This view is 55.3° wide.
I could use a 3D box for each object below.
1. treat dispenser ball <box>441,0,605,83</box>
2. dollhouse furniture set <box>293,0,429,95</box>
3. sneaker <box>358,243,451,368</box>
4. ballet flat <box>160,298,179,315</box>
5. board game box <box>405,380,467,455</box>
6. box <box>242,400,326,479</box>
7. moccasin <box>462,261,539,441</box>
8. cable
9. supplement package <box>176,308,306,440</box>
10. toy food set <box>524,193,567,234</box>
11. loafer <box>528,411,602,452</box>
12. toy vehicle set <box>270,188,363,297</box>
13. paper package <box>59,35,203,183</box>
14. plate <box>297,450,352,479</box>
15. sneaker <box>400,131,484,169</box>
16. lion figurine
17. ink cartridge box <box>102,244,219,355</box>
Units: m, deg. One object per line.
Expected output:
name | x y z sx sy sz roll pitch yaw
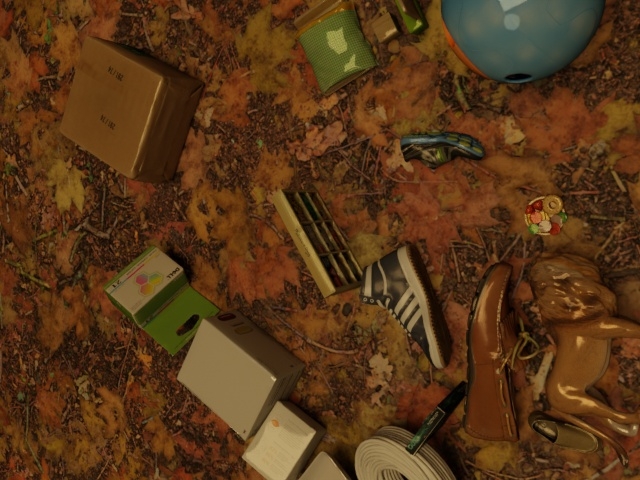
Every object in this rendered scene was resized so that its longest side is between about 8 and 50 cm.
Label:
treat dispenser ball | 0.366 -0.435 1.118 0.288 0.288 0.288 3 96 29
dollhouse furniture set | 0.056 -0.486 1.367 0.301 0.151 0.198 -27 81 29
sneaker | 0.186 0.164 1.381 0.153 0.099 0.282 -23 76 24
ballet flat | -0.499 0.155 1.792 0.248 0.086 0.086 26 107 24
board game box | 0.255 0.379 1.312 0.026 0.186 0.126 38 111 22
box | -0.090 0.514 1.545 0.130 0.091 0.170 32 87 24
moccasin | 0.376 0.234 1.261 0.147 0.139 0.380 4 94 23
cable | 0.195 0.541 1.372 0.257 0.089 0.257 14 122 42
supplement package | -0.209 0.343 1.597 0.262 0.145 0.204 34 110 22
toy food set | 0.460 -0.050 1.252 0.083 0.020 0.083 -12 89 29
loafer | 0.498 0.400 1.254 0.148 0.050 0.056 13 101 28
toy vehicle set | 0.000 0.000 1.434 0.035 0.166 0.267 -35 78 28
paper package | -0.528 -0.365 1.702 0.324 0.168 0.310 31 107 25
plate | 0.051 0.680 1.503 0.277 0.045 0.278 47 131 21
sneaker | 0.266 -0.194 1.334 0.188 0.067 0.078 8 119 27
lion figurine | 0.507 0.226 1.179 0.240 0.142 0.392 9 97 25
ink cartridge box | -0.434 0.160 1.680 0.255 0.189 0.097 34 153 23
